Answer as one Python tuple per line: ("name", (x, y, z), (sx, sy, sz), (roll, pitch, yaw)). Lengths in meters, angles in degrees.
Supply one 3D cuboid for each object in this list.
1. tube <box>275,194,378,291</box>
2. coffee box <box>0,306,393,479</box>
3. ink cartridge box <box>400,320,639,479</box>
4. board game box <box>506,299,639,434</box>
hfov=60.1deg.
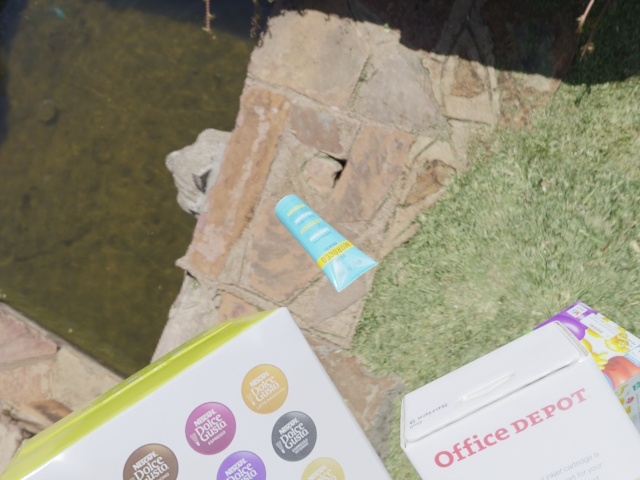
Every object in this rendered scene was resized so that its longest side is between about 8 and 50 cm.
("tube", (0.000, 0.000, 0.929), (0.080, 0.052, 0.207), (-37, 55, -12))
("coffee box", (-0.145, 0.313, 0.685), (0.338, 0.338, 0.334), (-32, 93, -24))
("ink cartridge box", (0.182, 0.196, 0.442), (0.154, 0.093, 0.212), (-31, 95, 11))
("board game box", (0.286, 0.228, 0.723), (0.275, 0.144, 0.142), (-29, 31, -8))
